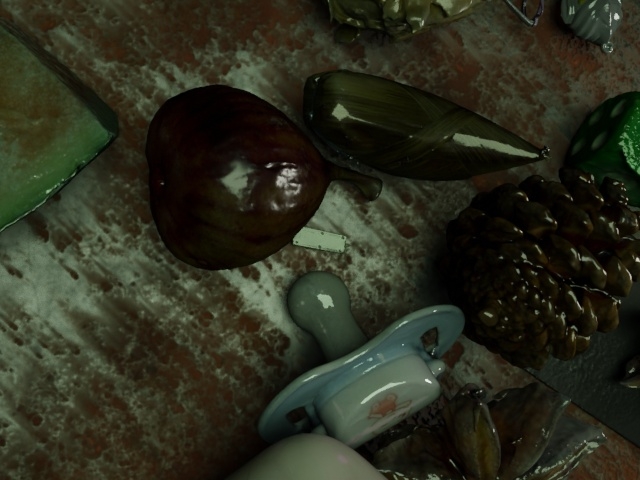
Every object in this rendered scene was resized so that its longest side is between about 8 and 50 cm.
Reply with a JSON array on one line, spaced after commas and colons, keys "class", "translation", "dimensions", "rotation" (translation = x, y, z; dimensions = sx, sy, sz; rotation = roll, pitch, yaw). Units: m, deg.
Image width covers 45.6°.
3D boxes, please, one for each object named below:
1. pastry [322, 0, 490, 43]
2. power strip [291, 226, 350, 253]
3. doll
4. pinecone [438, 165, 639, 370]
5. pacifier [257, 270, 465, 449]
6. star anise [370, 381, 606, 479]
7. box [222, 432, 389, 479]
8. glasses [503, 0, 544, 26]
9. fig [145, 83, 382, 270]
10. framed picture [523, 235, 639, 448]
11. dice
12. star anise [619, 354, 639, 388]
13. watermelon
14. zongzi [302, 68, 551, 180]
[{"class": "pastry", "translation": [0.120, -0.414, 0.976], "dimensions": [0.329, 0.136, 0.330], "rotation": [1, 86, -8]}, {"class": "power strip", "translation": [0.000, 0.000, 1.013], "dimensions": [0.083, 0.017, 0.027], "rotation": [12, 88, -12]}, {"class": "doll", "translation": [0.372, -0.347, 1.073], "dimensions": [0.094, 0.079, 0.180], "rotation": [-18, 82, -12]}, {"class": "pinecone", "translation": [0.285, 0.026, 0.975], "dimensions": [0.309, 0.244, 0.244], "rotation": [-30, 96, -28]}, {"class": "pacifier", "translation": [0.036, 0.137, 0.956], "dimensions": [0.287, 0.238, 0.226], "rotation": [-29, 64, -2]}, {"class": "star anise", "translation": [0.194, 0.280, 0.956], "dimensions": [0.331, 0.332, 0.118], "rotation": [-2, 46, -13]}, {"class": "box", "translation": [-0.025, 0.384, 0.874], "dimensions": [0.288, 0.141, 0.349], "rotation": [44, 121, -8]}, {"class": "glasses", "translation": [0.250, -0.367, 1.049], "dimensions": [0.103, 0.062, 0.140], "rotation": [2, 88, -11]}, {"class": "fig", "translation": [-0.054, -0.075, 0.941], "dimensions": [0.320, 0.217, 0.217], "rotation": [-3, 90, -40]}, {"class": "framed picture", "translation": [0.486, 0.165, 1.123], "dimensions": [0.338, 0.014, 0.255], "rotation": [34, 83, -10]}, {"class": "dice", "translation": [0.434, -0.125, 1.054], "dimensions": [0.131, 0.128, 0.120], "rotation": [31, 82, -9]}, {"class": "star anise", "translation": [0.535, 0.145, 1.080], "dimensions": [0.209, 0.089, 0.231], "rotation": [41, 88, -21]}, {"class": "watermelon", "translation": [-0.383, -0.128, 0.878], "dimensions": [0.264, 0.151, 0.302], "rotation": [-36, 80, -7]}, {"class": "zongzi", "translation": [0.118, -0.129, 0.897], "dimensions": [0.221, 0.242, 0.112], "rotation": [10, 94, -51]}]
